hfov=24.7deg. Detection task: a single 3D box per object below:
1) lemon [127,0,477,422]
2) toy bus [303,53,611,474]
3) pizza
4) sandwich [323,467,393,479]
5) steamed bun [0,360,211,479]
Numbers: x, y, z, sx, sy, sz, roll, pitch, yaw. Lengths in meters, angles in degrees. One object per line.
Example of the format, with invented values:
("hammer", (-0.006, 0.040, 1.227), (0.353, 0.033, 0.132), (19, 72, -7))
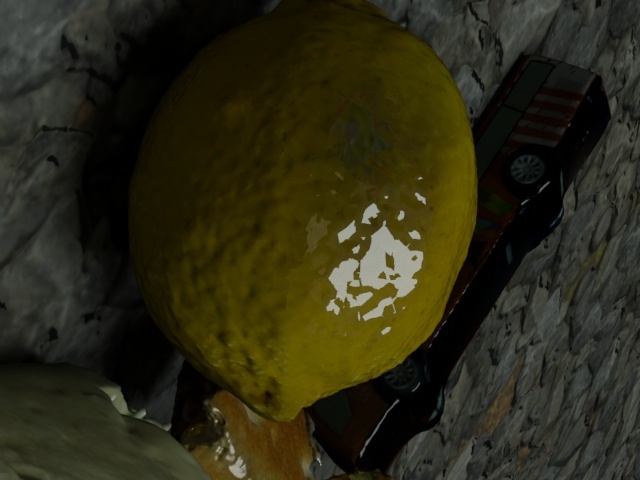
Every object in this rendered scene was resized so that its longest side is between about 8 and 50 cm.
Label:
("lemon", (-0.008, -0.025, 0.844), (0.204, 0.204, 0.260), (42, 56, -63))
("toy bus", (0.122, 0.022, 1.263), (0.408, 0.092, 0.093), (-56, 151, -16))
("pizza", (-0.061, 0.097, 0.951), (0.069, 0.193, 0.154), (-24, 138, 16))
("sandwich", (-0.014, 0.290, 1.074), (0.155, 0.198, 0.227), (-29, 167, 29))
("steamed bun", (-0.148, 0.224, 0.748), (0.273, 0.272, 0.290), (21, 91, -64))
